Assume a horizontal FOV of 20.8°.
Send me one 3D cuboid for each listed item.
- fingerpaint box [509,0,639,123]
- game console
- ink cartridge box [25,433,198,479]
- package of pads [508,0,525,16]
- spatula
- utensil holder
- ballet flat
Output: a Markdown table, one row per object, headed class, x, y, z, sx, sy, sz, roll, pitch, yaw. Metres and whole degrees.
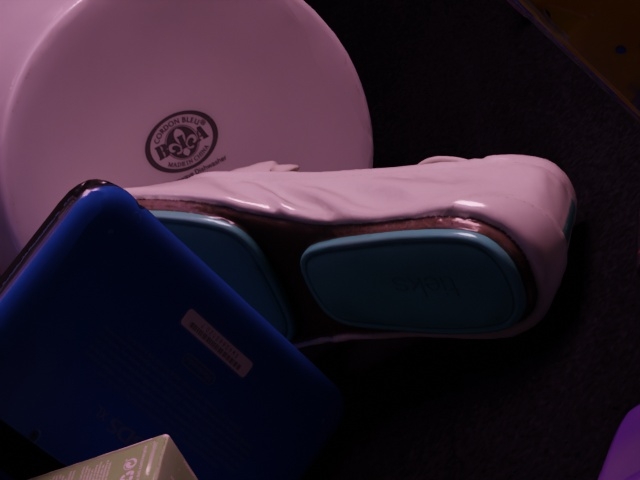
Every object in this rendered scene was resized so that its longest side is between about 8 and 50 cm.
| class | x | y | z | sx | sy | sz | roll | pitch | yaw |
| --- | --- | --- | --- | --- | --- | --- | --- | --- | --- |
| fingerpaint box | 0.196 | -0.285 | 0.888 | 0.371 | 0.445 | 0.163 | -47 | 28 | 11 |
| game console | -0.171 | 0.111 | 1.141 | 0.173 | 0.293 | 0.250 | 26 | 75 | 46 |
| ink cartridge box | -0.156 | 0.221 | 1.054 | 0.235 | 0.171 | 0.056 | -19 | 30 | 19 |
| package of pads | 0.163 | -0.222 | 1.416 | 0.032 | 0.050 | 0.083 | -38 | 24 | 30 |
| spatula | 0.191 | 0.033 | 0.963 | 0.084 | 0.030 | 0.296 | -35 | 25 | 31 |
| utensil holder | -0.169 | -0.088 | 1.484 | 0.327 | 0.327 | 0.385 | -53 | 22 | -8 |
| ballet flat | 0.000 | 0.000 | 1.194 | 0.400 | 0.139 | 0.139 | -1 | 49 | 36 |
